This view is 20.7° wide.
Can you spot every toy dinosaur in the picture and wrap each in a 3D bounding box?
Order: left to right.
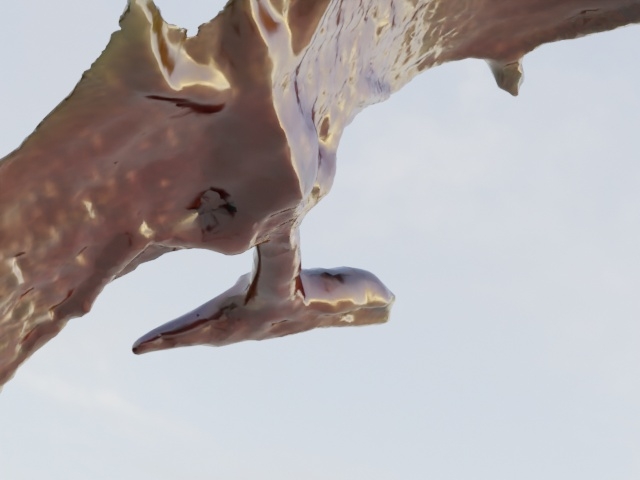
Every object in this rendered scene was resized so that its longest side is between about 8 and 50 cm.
[{"bbox_3d":[-0.005,-0.002,0.452,0.113,0.327,0.206,44,-49,27],"label":"toy dinosaur"}]
